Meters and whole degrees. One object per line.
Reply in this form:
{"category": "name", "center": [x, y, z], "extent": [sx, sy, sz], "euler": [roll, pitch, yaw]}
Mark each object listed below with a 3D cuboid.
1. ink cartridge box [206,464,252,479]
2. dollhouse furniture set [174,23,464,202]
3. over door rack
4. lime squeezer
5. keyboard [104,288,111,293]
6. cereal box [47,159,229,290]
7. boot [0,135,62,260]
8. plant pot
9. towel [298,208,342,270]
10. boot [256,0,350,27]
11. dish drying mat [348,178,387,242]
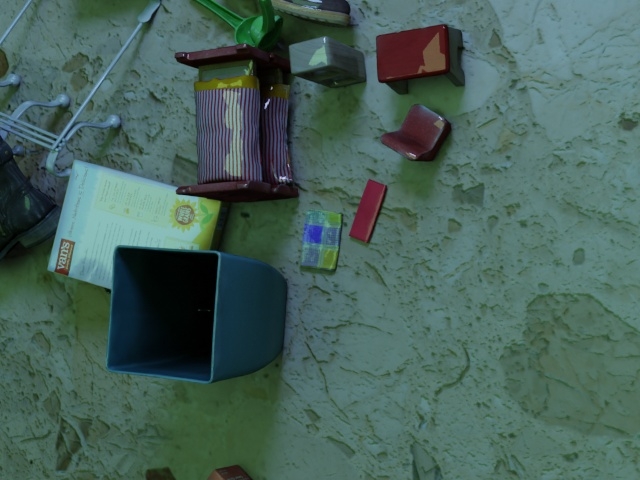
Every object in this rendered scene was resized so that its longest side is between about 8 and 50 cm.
{"category": "ink cartridge box", "center": [-0.098, 0.423, 1.730], "extent": [0.198, 0.067, 0.115], "euler": [41, 105, 23]}
{"category": "dollhouse furniture set", "center": [-0.002, -0.169, 1.664], "extent": [0.374, 0.152, 0.201], "euler": [-6, 85, 27]}
{"category": "over door rack", "center": [-0.401, -0.271, 1.917], "extent": [0.239, 0.108, 0.324], "euler": [23, 83, 26]}
{"category": "lime squeezer", "center": [-0.094, -0.310, 1.732], "extent": [0.058, 0.310, 0.110], "euler": [-34, 112, -13]}
{"category": "keyboard", "center": [-0.291, 0.030, 1.879], "extent": [0.108, 0.023, 0.180], "euler": [-30, 73, 16]}
{"category": "cereal box", "center": [-0.268, -0.007, 1.823], "extent": [0.240, 0.047, 0.173], "euler": [16, 94, 14]}
{"category": "boot", "center": [-0.522, -0.082, 1.890], "extent": [0.263, 0.091, 0.229], "euler": [-22, 115, 34]}
{"category": "plant pot", "center": [-0.147, 0.097, 1.680], "extent": [0.165, 0.234, 0.166], "euler": [3, 89, 28]}
{"category": "towel", "center": [0.000, 0.000, 1.735], "extent": [0.060, 0.009, 0.083], "euler": [10, 92, 28]}
{"category": "boot", "center": [-0.032, -0.421, 1.729], "extent": [0.248, 0.090, 0.207], "euler": [28, 102, 30]}
{"category": "dish drying mat", "center": [0.065, -0.040, 1.704], "extent": [0.032, 0.008, 0.083], "euler": [22, 98, 28]}
